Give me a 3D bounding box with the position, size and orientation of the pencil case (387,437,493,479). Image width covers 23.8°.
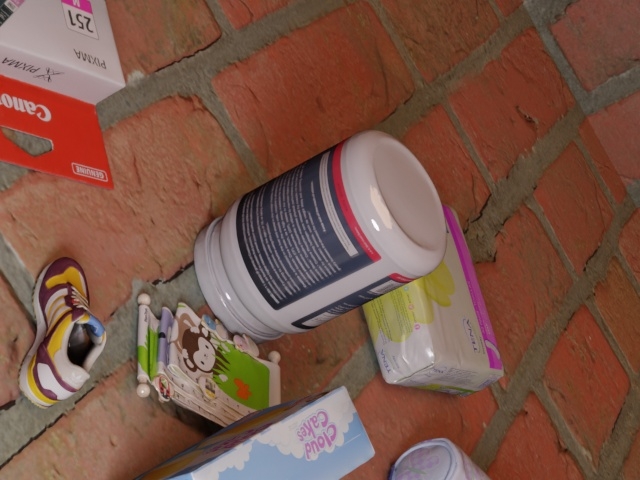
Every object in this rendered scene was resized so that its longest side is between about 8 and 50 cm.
[{"bbox_3d":[0.209,0.381,2.055,0.273,0.113,0.124,43,44,-32],"label":"pencil case"}]

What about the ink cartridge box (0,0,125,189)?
[{"bbox_3d":[-0.328,-0.197,1.709,0.275,0.060,0.239,15,53,-54],"label":"ink cartridge box"}]

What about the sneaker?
[{"bbox_3d":[-0.253,0.085,1.568,0.069,0.084,0.186,39,37,-37],"label":"sneaker"}]

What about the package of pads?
[{"bbox_3d":[0.146,0.073,2.222,0.229,0.101,0.297,15,54,-55],"label":"package of pads"}]

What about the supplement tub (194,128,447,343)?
[{"bbox_3d":[0.000,0.000,1.860,0.191,0.272,0.191,40,36,-37],"label":"supplement tub"}]

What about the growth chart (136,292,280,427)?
[{"bbox_3d":[-0.127,0.148,1.762,0.237,0.021,0.172,29,36,-37],"label":"growth chart"}]

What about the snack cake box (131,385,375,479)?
[{"bbox_3d":[-0.084,0.248,1.590,0.264,0.152,0.089,-23,90,-52],"label":"snack cake box"}]
